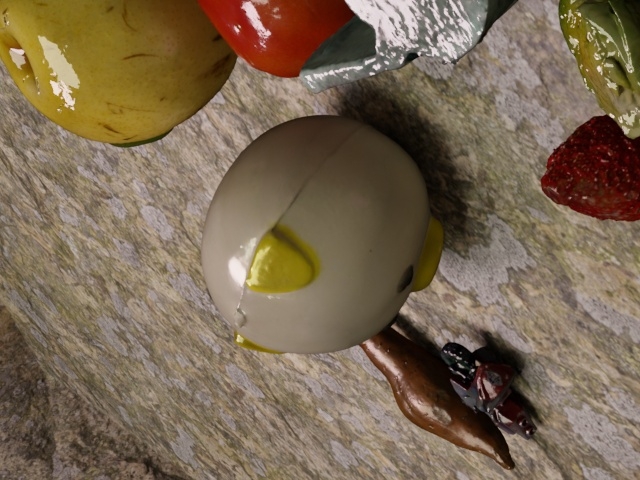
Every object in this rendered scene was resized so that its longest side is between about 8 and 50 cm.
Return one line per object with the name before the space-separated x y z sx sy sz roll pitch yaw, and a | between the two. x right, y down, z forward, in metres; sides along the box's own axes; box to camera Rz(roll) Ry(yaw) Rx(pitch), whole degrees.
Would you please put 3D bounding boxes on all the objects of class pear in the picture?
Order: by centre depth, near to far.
pear | -0.286 -0.301 2.128 0.348 0.348 0.348 39 155 22

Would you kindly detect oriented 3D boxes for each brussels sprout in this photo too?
brussels sprout | 0.305 -0.197 1.544 0.181 0.100 0.139 54 166 -16

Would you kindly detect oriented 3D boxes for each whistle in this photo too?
whistle | 0.116 -0.268 1.610 0.188 0.168 0.405 37 148 8

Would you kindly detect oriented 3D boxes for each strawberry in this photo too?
strawberry | 0.313 -0.069 1.653 0.131 0.148 0.131 38 156 20

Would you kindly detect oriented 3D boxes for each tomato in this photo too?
tomato | -0.044 -0.313 1.868 0.260 0.180 0.260 36 155 20

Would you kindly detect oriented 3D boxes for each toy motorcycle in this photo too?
toy motorcycle | 0.266 0.229 2.291 0.122 0.082 0.213 28 163 52

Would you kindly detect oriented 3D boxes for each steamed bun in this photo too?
steamed bun | -0.006 -0.004 2.092 0.334 0.334 0.374 42 157 15

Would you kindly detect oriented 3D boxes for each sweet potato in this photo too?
sweet potato | 0.177 0.246 2.432 0.359 0.112 0.112 41 156 21

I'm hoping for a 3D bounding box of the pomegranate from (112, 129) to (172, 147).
pomegranate | -0.312 -0.240 2.475 0.181 0.181 0.224 53 171 -9
